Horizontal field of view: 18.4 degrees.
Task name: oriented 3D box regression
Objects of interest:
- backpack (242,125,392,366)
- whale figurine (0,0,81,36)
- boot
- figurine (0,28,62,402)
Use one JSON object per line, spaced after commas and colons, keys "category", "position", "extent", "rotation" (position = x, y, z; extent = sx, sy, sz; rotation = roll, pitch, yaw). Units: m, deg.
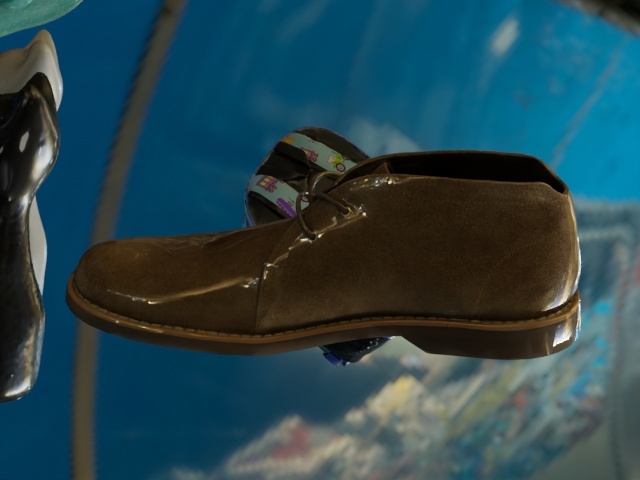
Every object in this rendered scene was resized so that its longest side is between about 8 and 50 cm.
{"category": "backpack", "position": [0.007, -0.001, 1.657], "extent": [0.173, 0.117, 0.158], "rotation": [38, -124, -7]}
{"category": "whale figurine", "position": [-0.272, -0.193, 1.476], "extent": [0.216, 0.272, 0.141], "rotation": [21, 152, 43]}
{"category": "boot", "position": [0.000, 0.000, 1.159], "extent": [0.305, 0.115, 0.112], "rotation": [-1, -151, 3]}
{"category": "figurine", "position": [-0.212, -0.029, 1.312], "extent": [0.092, 0.209, 0.215], "rotation": [13, -163, -11]}
